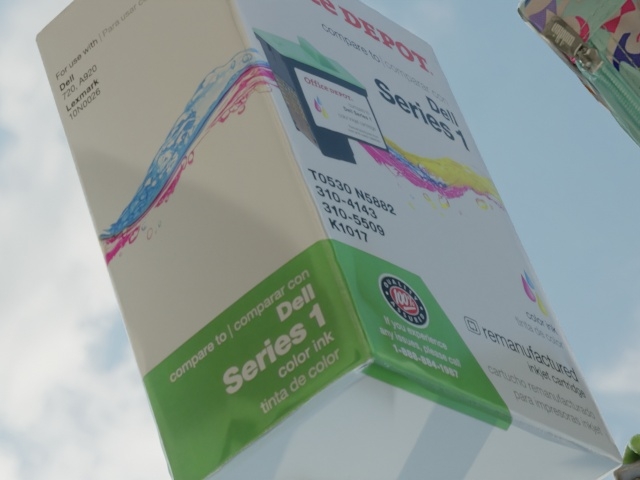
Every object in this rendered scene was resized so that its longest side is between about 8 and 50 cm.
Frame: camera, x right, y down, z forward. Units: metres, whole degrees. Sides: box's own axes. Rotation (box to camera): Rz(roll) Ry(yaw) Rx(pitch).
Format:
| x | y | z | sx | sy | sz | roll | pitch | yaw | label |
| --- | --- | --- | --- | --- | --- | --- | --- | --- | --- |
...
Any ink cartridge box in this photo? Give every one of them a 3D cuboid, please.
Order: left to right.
| x | y | z | sx | sy | sz | roll | pitch | yaw | label |
| --- | --- | --- | --- | --- | --- | --- | --- | --- | --- |
| 0.000 | 0.000 | 0.929 | 0.117 | 0.201 | 0.278 | -38 | -128 | 23 | ink cartridge box |

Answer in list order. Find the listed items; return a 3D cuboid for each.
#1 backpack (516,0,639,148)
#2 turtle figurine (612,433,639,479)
| x | y | z | sx | sy | sz | roll | pitch | yaw | label |
| --- | --- | --- | --- | --- | --- | --- | --- | --- | --- |
| 0.202 | -0.076 | 0.615 | 0.253 | 0.225 | 0.191 | 49 | -60 | 46 | backpack |
| 0.249 | 0.193 | 1.271 | 0.274 | 0.266 | 0.198 | -24 | -121 | 26 | turtle figurine |
